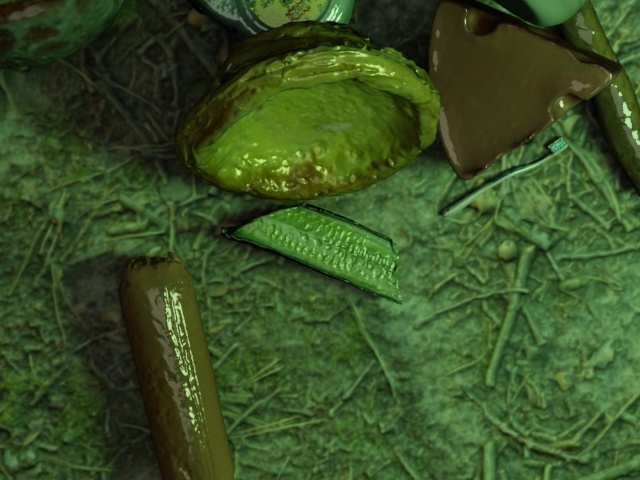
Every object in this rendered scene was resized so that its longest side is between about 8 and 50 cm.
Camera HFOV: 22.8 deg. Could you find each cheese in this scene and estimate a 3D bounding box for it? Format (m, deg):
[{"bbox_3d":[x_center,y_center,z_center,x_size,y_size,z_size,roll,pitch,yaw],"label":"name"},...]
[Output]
[{"bbox_3d":[0.190,-0.192,1.707,0.203,0.128,0.177,-36,90,20],"label":"cheese"}]

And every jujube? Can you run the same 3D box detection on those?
[{"bbox_3d":[-0.346,-0.298,1.644,0.307,0.215,0.247,-12,101,0],"label":"jujube"}]

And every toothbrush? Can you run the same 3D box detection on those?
[{"bbox_3d":[0.209,-0.069,1.799,0.162,0.014,0.017,-33,112,2],"label":"toothbrush"}]

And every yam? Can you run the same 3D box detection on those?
[{"bbox_3d":[0.327,-0.161,1.773,0.056,0.057,0.241,-25,96,1],"label":"yam"}]

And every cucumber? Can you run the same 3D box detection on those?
[{"bbox_3d":[0.000,0.000,1.786,0.220,0.046,0.070,21,94,-6],"label":"cucumber"}]

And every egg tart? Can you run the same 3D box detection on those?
[{"bbox_3d":[-0.018,-0.144,1.673,0.294,0.294,0.123,-7,64,-1],"label":"egg tart"}]

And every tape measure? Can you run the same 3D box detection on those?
[{"bbox_3d":[0.017,-0.331,1.728,0.330,0.084,0.164,-44,97,-3],"label":"tape measure"}]

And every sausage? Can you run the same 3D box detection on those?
[{"bbox_3d":[-0.161,0.155,1.778,0.086,0.086,0.289,-13,97,-1],"label":"sausage"}]

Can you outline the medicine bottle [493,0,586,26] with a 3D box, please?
[{"bbox_3d":[0.246,-0.404,1.640,0.245,0.245,0.306,38,93,-7],"label":"medicine bottle"}]
